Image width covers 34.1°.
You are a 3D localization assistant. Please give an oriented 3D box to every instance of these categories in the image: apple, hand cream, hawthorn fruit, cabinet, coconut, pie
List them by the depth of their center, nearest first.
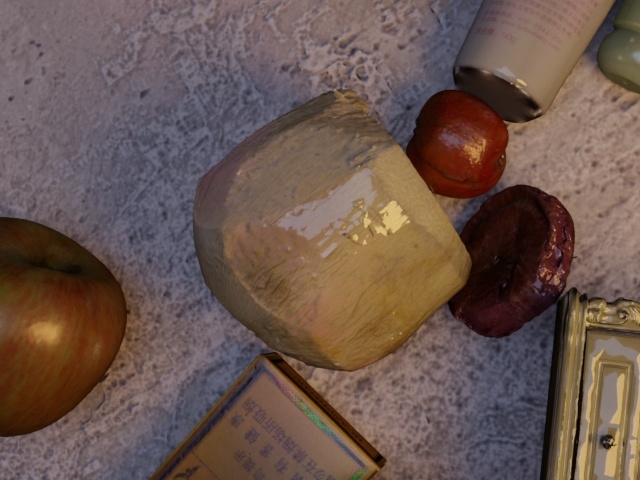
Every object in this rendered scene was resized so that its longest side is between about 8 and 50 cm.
[{"bbox_3d":[0.394,0.214,1.075,0.317,0.227,0.290,7,85,11],"label":"cabinet"},{"bbox_3d":[0.000,0.000,1.139,0.254,0.297,0.297,-33,80,4],"label":"coconut"},{"bbox_3d":[0.210,0.023,1.168,0.049,0.182,0.182,27,91,-29],"label":"pie"},{"bbox_3d":[0.420,-0.312,1.181,0.147,0.093,0.306,27,92,-32],"label":"hand cream"},{"bbox_3d":[0.160,-0.110,1.207,0.128,0.128,0.128,-1,85,11],"label":"hawthorn fruit"},{"bbox_3d":[0.280,-0.312,1.213,0.185,0.118,0.359,28,84,15],"label":"hand cream"},{"bbox_3d":[-0.370,0.109,1.230,0.264,0.264,0.265,-1,85,11],"label":"apple"}]

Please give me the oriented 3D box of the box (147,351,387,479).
[{"bbox_3d":[-0.092,0.307,1.238,0.193,0.084,0.301,43,94,12],"label":"box"}]
